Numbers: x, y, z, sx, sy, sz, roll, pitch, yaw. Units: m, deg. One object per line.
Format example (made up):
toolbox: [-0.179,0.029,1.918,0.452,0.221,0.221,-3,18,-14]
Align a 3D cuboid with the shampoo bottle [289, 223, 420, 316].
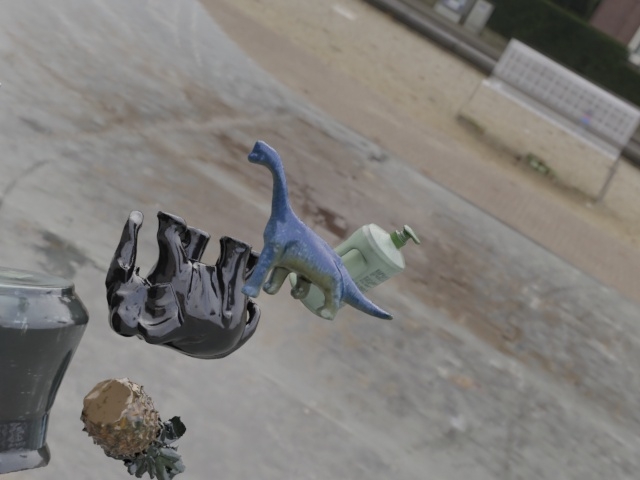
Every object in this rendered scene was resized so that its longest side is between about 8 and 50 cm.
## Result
shampoo bottle: [0.069,0.041,1.976,0.118,0.234,0.087,44,24,-32]

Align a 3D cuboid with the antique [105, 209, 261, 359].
antique: [-0.260,0.098,2.147,0.322,0.255,0.185,24,-6,-18]

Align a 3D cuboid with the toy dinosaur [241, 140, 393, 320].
toy dinosaur: [0.000,0.000,1.378,0.247,0.188,0.075,20,17,-10]

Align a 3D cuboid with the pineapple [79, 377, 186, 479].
pineapple: [-0.364,0.398,2.245,0.141,0.170,0.310,60,-4,40]

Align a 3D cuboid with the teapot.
teapot: [-0.587,0.237,2.046,0.305,0.362,0.376,10,5,9]
